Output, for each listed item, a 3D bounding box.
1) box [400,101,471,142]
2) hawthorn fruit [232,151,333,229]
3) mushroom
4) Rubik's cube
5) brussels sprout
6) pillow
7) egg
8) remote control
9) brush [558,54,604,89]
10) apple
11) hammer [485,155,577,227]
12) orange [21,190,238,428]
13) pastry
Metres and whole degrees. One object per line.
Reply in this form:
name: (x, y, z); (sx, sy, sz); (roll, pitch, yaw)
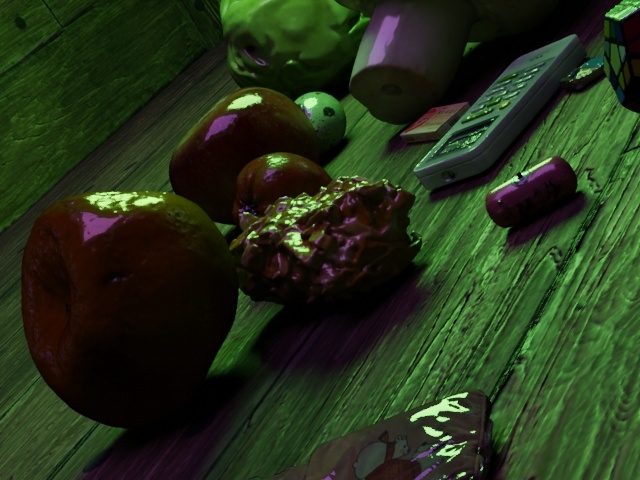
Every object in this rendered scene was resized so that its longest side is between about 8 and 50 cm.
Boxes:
box: (0.140, -0.142, 1.674); (0.058, 0.015, 0.093); (-42, 16, -18)
hawthorn fruit: (-0.036, -0.046, 1.556); (0.140, 0.125, 0.125); (-42, 16, -17)
mushroom: (0.152, -0.366, 1.785); (0.325, 0.353, 0.353); (-44, 6, 39)
Rubik's cube: (0.303, -0.163, 1.175); (0.133, 0.133, 0.112); (-40, 41, -17)
brussels sprout: (-0.030, -0.366, 2.334); (0.328, 0.247, 0.328); (-35, 11, 8)
pillow: (0.000, 0.181, 0.898); (0.248, 0.049, 0.135); (-26, 18, 19)
egg: (-0.007, -0.162, 1.930); (0.085, 0.085, 0.110); (-28, 23, 26)
remote control: (0.198, -0.141, 1.501); (0.103, 0.034, 0.250); (-18, 23, 50)
brush: (0.327, -0.211, 1.476); (0.164, 0.014, 0.051); (-37, 15, -9)
apple: (-0.097, -0.106, 1.828); (0.201, 0.162, 0.201); (-45, 11, 11)
hammer: (0.183, -0.043, 1.205); (0.083, 0.043, 0.043); (-28, 16, 21)
orange: (-0.176, 0.066, 1.353); (0.183, 0.249, 0.249); (-8, -2, -33)
pastry: (0.000, 0.000, 1.360); (0.154, 0.102, 0.250); (-40, 15, -21)
